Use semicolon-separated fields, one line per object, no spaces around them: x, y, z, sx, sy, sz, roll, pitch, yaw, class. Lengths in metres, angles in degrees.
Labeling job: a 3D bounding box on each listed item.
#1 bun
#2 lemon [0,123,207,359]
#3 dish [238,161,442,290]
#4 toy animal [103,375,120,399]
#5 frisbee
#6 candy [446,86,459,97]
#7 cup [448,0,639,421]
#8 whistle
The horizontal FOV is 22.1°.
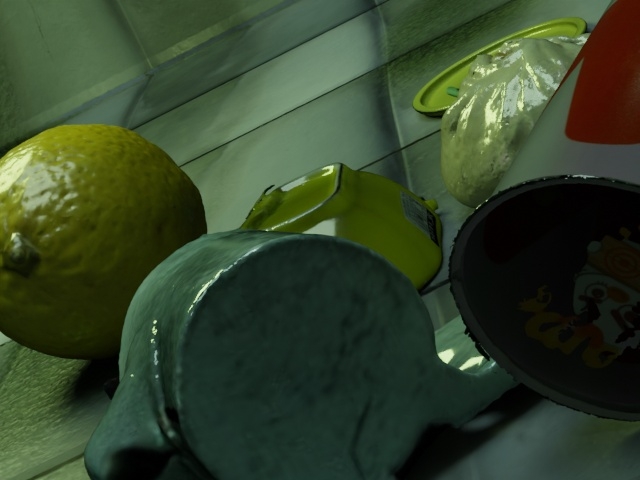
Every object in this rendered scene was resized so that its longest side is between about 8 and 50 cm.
0.209;-0.126;1.548;0.231;0.133;0.231;-28;14;7;bun
-0.244;0.001;1.699;0.267;0.267;0.267;-26;16;8;lemon
0.000;0.000;1.543;0.221;0.108;0.262;-21;17;21;dish
-0.058;0.100;1.314;0.218;0.116;0.179;-20;12;-18;toy animal
0.219;-0.211;2.004;0.236;0.017;0.236;-26;16;8;frisbee
0.173;-0.159;1.807;0.078;0.084;0.287;-34;14;-3;candy
0.216;-0.051;1.070;0.203;0.203;0.288;-16;32;38;cup
0.037;0.090;1.159;0.405;0.188;0.168;2;1;-19;whistle
